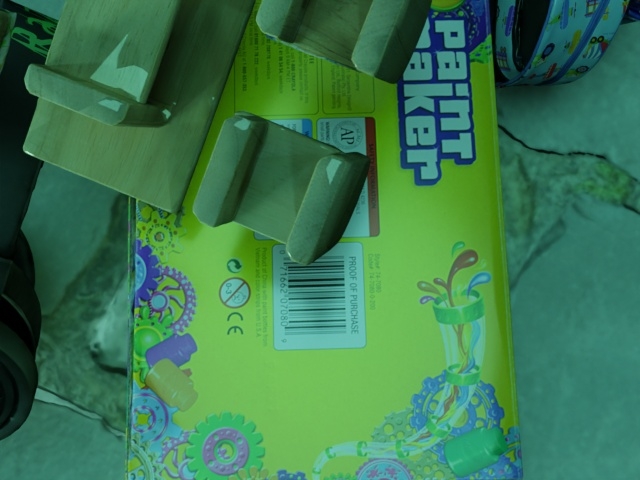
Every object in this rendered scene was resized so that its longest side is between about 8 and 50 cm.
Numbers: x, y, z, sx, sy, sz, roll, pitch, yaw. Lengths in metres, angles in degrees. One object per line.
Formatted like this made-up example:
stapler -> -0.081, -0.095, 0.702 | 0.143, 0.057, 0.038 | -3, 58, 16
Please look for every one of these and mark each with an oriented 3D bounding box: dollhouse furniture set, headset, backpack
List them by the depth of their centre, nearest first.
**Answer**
dollhouse furniture set -> -0.050, -0.139, 0.455 | 0.212, 0.161, 0.242 | 22, 99, 6
headset -> -0.264, 0.038, 0.624 | 0.185, 0.243, 0.394 | 18, 101, -21
backpack -> 0.170, -0.185, 0.725 | 0.116, 0.158, 0.173 | 11, 89, -15

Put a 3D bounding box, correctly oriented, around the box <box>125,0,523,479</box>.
box -> 0.000, 0.000, 0.609 | 0.176, 0.279, 0.290 | -1, 76, 0
